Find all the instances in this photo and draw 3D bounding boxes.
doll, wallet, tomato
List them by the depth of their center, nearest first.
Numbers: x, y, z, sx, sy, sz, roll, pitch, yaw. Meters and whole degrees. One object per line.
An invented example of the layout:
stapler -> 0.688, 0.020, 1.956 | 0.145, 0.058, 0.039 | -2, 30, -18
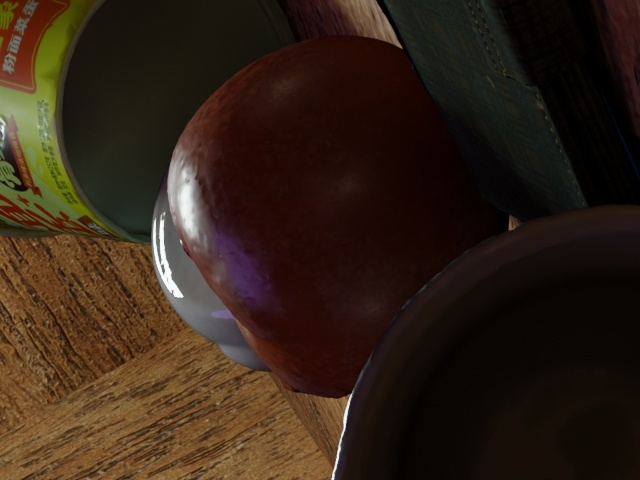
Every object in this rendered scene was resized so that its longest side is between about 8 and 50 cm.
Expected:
wallet -> 0.062, -0.124, 0.847 | 0.317, 0.044, 0.169 | 61, 168, -28
tomato -> 0.016, -0.017, 1.065 | 0.208, 0.184, 0.208 | 53, 174, 8
doll -> 0.000, 0.000, 1.355 | 0.251, 0.221, 0.221 | -1, 122, 48

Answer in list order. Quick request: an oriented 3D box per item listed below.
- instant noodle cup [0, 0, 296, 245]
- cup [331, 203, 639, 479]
instant noodle cup -> -0.174, -0.130, 1.486 | 0.221, 0.311, 0.311 | 16, 139, 49
cup -> 0.092, 0.136, 0.773 | 0.227, 0.301, 0.257 | 55, 180, 8
